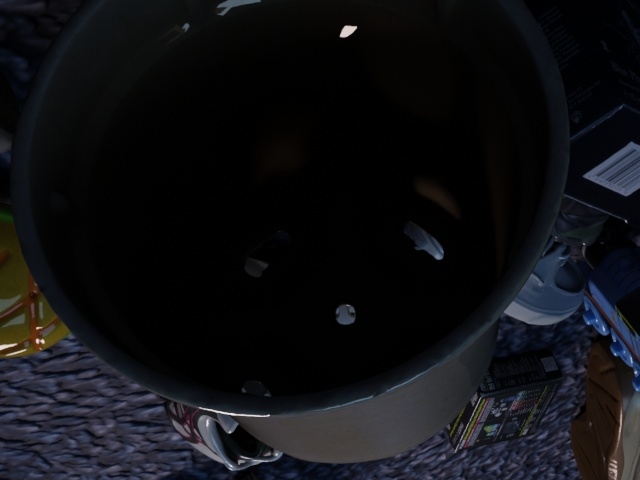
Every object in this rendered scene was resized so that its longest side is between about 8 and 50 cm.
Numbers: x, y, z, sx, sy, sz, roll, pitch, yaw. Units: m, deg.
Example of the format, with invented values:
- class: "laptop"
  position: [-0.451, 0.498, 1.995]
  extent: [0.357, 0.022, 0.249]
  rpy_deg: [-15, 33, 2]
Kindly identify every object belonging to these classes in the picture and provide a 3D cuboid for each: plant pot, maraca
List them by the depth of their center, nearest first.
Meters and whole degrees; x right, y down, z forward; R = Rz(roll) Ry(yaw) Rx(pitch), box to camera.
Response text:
- class: "plant pot"
  position: [0.000, 0.000, 1.247]
  extent: [0.333, 0.334, 0.305]
  rpy_deg: [-21, 156, 0]
- class: "maraca"
  position: [-0.250, 0.020, 1.341]
  extent: [0.185, 0.099, 0.127]
  rpy_deg: [25, 121, -20]

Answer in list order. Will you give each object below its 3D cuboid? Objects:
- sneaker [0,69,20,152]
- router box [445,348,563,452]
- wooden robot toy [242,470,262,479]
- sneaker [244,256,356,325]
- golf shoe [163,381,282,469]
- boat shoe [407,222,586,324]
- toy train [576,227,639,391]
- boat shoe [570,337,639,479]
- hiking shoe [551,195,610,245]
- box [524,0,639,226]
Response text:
- class: "sneaker"
  position: [-0.289, -0.097, 1.131]
  extent: [0.130, 0.087, 0.227]
  rpy_deg: [-33, 145, 24]
- class: "router box"
  position: [0.182, 0.162, 1.901]
  extent: [0.092, 0.038, 0.122]
  rpy_deg: [-11, 149, -18]
- class: "wooden robot toy"
  position: [-0.134, 0.283, 1.878]
  extent: [0.173, 0.076, 0.079]
  rpy_deg: [-27, 139, 10]
- class: "sneaker"
  position: [0.010, 0.044, 1.551]
  extent: [0.123, 0.106, 0.290]
  rpy_deg: [-41, 154, 15]
- class: "golf shoe"
  position: [-0.080, 0.157, 1.650]
  extent: [0.105, 0.120, 0.273]
  rpy_deg: [-21, 152, -3]
- class: "boat shoe"
  position: [0.170, 0.010, 1.599]
  extent: [0.081, 0.079, 0.227]
  rpy_deg: [-33, 145, 29]
- class: "toy train"
  position: [0.285, 0.061, 1.665]
  extent: [0.080, 0.184, 0.105]
  rpy_deg: [-25, 132, -5]
- class: "boat shoe"
  position: [0.344, 0.202, 1.993]
  extent: [0.123, 0.123, 0.342]
  rpy_deg: [-15, 144, -7]
- class: "hiking shoe"
  position: [0.170, -0.066, 1.491]
  extent: [0.227, 0.086, 0.114]
  rpy_deg: [7, 127, -48]
- class: "box"
  position: [0.188, -0.112, 1.325]
  extent: [0.093, 0.158, 0.156]
  rpy_deg: [-36, 148, 27]
